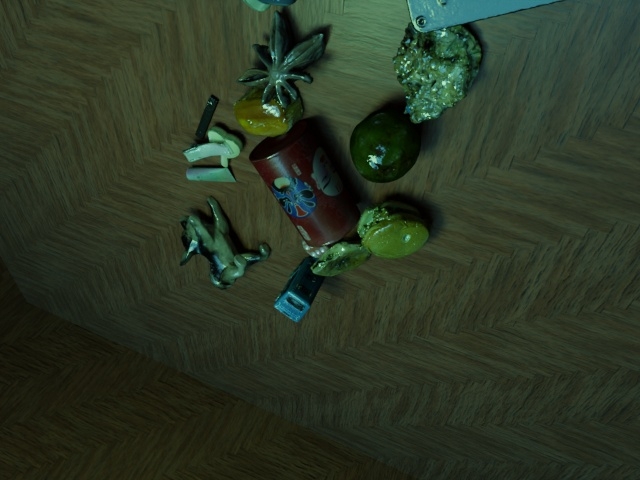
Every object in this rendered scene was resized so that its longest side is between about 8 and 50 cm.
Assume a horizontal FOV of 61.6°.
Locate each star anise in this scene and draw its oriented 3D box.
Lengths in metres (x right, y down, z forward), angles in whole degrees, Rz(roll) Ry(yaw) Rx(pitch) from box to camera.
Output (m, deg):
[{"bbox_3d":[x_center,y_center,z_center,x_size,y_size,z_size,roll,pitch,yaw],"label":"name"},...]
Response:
[{"bbox_3d":[-0.096,-0.462,1.412,0.198,0.111,0.257,44,121,10],"label":"star anise"}]

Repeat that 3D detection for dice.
[{"bbox_3d":[0.000,0.000,1.849,0.094,0.091,0.093,46,138,-16],"label":"dice"}]

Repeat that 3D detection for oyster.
[{"bbox_3d":[0.265,-0.403,1.274,0.198,0.092,0.259,27,135,8],"label":"oyster"}]

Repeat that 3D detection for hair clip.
[{"bbox_3d":[-0.343,-0.298,1.774,0.219,0.071,0.159,-3,140,31],"label":"hair clip"}]

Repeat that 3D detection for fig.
[{"bbox_3d":[0.148,-0.255,1.430,0.245,0.195,0.195,26,146,44],"label":"fig"}]

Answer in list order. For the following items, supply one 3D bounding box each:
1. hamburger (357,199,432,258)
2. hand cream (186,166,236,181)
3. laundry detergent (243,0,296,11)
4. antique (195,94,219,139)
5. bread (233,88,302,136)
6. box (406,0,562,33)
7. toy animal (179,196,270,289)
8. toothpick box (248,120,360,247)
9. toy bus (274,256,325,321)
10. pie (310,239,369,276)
[{"bbox_3d":[0.227,-0.033,1.630,0.215,0.122,0.189,7,136,-20],"label":"hamburger"},{"bbox_3d":[-0.387,-0.232,1.894,0.175,0.047,0.076,5,149,22],"label":"hand cream"},{"bbox_3d":[-0.085,-0.642,1.253,0.143,0.094,0.290,38,143,-18],"label":"laundry detergent"},{"bbox_3d":[-0.369,-0.394,1.735,0.031,0.015,0.192,35,140,-4],"label":"antique"},{"bbox_3d":[-0.156,-0.372,1.558,0.191,0.114,0.132,5,136,35],"label":"bread"},{"bbox_3d":[0.336,-0.555,1.069,0.351,0.058,0.211,-4,123,28],"label":"box"},{"bbox_3d":[-0.418,0.039,2.077,0.344,0.194,0.303,45,133,-8],"label":"toy animal"},{"bbox_3d":[-0.042,-0.166,1.621,0.204,0.204,0.333,-10,126,39],"label":"toothpick box"},{"bbox_3d":[-0.063,0.168,1.948,0.114,0.246,0.134,36,129,-4],"label":"toy bus"},{"bbox_3d":[0.082,0.061,1.827,0.218,0.185,0.052,-44,58,39],"label":"pie"}]
